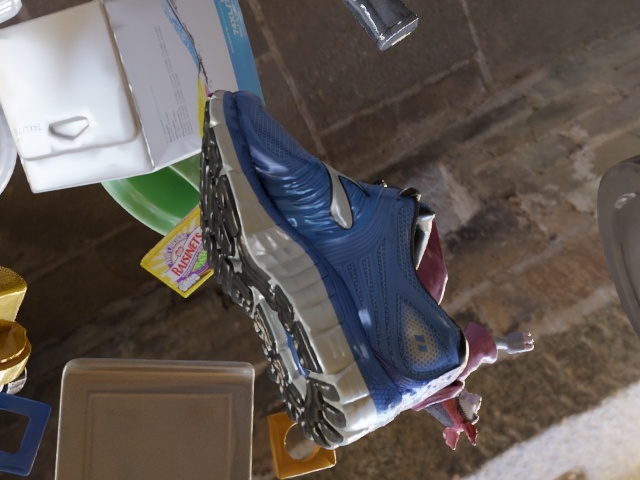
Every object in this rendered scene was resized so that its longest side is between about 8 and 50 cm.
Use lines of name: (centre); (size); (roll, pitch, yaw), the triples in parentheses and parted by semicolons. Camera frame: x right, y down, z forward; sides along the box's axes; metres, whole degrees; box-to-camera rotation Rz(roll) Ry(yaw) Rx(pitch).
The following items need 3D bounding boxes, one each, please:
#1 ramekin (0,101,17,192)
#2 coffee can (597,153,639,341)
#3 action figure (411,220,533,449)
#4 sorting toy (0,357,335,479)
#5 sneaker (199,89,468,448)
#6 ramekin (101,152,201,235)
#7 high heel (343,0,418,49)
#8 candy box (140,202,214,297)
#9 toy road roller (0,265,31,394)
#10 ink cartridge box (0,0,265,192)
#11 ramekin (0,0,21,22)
ramekin: (-0.629, -0.154, 1.338); (0.277, 0.135, 0.277); (-2, 97, -19)
coffee can: (0.310, -0.006, 0.407); (0.275, 0.201, 0.202); (-26, 120, 1)
action figure: (0.144, 0.131, 1.254); (0.248, 0.370, 0.275); (-32, 158, 20)
sorting toy: (-0.153, 0.209, 0.786); (0.347, 0.047, 0.196); (5, 84, -23)
sneaker: (0.000, 0.000, 0.649); (0.147, 0.330, 0.130); (-13, 141, -23)
ramekin: (-0.294, -0.142, 1.707); (0.303, 0.303, 0.148); (48, 57, -29)
high heel: (0.092, -0.303, 0.689); (0.261, 0.093, 0.186); (-37, 88, -6)
candy box: (-0.210, 0.009, 1.455); (0.105, 0.027, 0.206); (40, 119, -17)
toy road roller: (-0.616, 0.124, 1.363); (0.329, 0.202, 0.241); (34, 111, 16)
ink cartridge box: (-0.232, -0.197, 1.058); (0.198, 0.270, 0.197); (-6, 106, 28)
ramekin: (-0.578, -0.449, 1.391); (0.109, 0.207, 0.207); (-23, 121, -14)
